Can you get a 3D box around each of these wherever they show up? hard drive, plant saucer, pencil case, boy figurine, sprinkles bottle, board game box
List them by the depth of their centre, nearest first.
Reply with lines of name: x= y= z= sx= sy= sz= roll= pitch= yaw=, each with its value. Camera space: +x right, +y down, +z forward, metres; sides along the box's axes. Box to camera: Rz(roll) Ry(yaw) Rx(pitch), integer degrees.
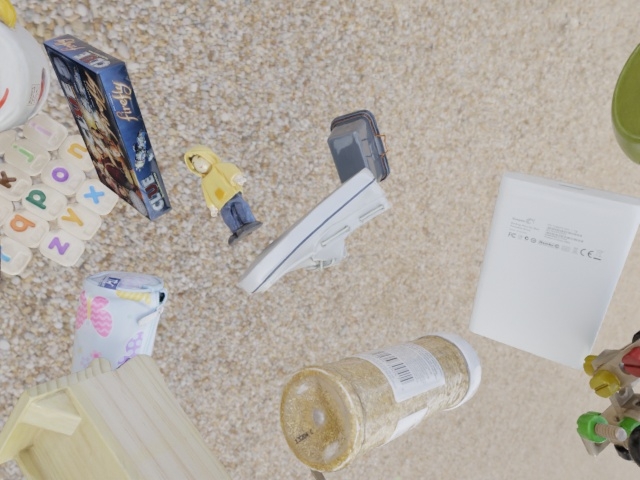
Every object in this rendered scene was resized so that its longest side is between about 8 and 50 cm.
plant saucer: x=0.480 y=-0.217 z=0.691 sx=0.037 sy=0.241 sz=0.241 roll=14 pitch=98 yaw=-14
sprinkles bottle: x=0.101 y=0.205 z=0.713 sx=0.355 sy=0.121 sz=0.121 roll=2 pitch=105 yaw=-51
board game box: x=-0.313 y=-0.164 z=0.769 sx=0.042 sy=0.165 sz=0.243 roll=-36 pitch=141 yaw=-30
pencil case: x=-0.307 y=0.181 z=0.777 sx=0.113 sy=0.124 sz=0.273 roll=-71 pitch=173 yaw=-83
hard drive: x=0.374 y=0.053 z=0.852 sx=0.040 sy=0.202 sz=0.308 roll=-39 pitch=139 yaw=-49
boy figurine: x=-0.261 y=-0.139 z=1.378 sx=0.092 sy=0.177 sz=0.285 roll=-28 pitch=87 yaw=-48

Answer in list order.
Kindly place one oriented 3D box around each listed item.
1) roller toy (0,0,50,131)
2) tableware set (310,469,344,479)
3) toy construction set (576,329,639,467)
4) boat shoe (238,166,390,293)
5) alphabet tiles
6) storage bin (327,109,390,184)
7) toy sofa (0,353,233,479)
roller toy: x=-0.536 y=-0.263 z=0.798 sx=0.209 sy=0.146 sz=0.191 roll=-25 pitch=111 yaw=-3
tableware set: x=0.009 y=0.302 z=0.540 sx=0.194 sy=0.128 sz=0.039 roll=-17 pitch=104 yaw=-79
toy construction set: x=0.505 y=0.219 z=0.802 sx=0.257 sy=0.237 sz=0.309 roll=36 pitch=72 yaw=-6
boat shoe: x=0.000 y=0.000 z=0.757 sx=0.267 sy=0.096 sz=0.088 roll=-42 pitch=96 yaw=-28
alphabet tiles: x=-0.537 y=-0.087 z=0.944 sx=0.277 sy=0.021 sz=0.284 roll=31 pitch=73 yaw=-12
storage bin: x=0.067 y=-0.146 z=0.890 sx=0.091 sy=0.098 sz=0.135 roll=-62 pitch=136 yaw=-59
toy sofa: x=-0.221 y=0.328 z=0.632 sx=0.150 sy=0.362 sz=0.177 roll=-53 pitch=161 yaw=24
